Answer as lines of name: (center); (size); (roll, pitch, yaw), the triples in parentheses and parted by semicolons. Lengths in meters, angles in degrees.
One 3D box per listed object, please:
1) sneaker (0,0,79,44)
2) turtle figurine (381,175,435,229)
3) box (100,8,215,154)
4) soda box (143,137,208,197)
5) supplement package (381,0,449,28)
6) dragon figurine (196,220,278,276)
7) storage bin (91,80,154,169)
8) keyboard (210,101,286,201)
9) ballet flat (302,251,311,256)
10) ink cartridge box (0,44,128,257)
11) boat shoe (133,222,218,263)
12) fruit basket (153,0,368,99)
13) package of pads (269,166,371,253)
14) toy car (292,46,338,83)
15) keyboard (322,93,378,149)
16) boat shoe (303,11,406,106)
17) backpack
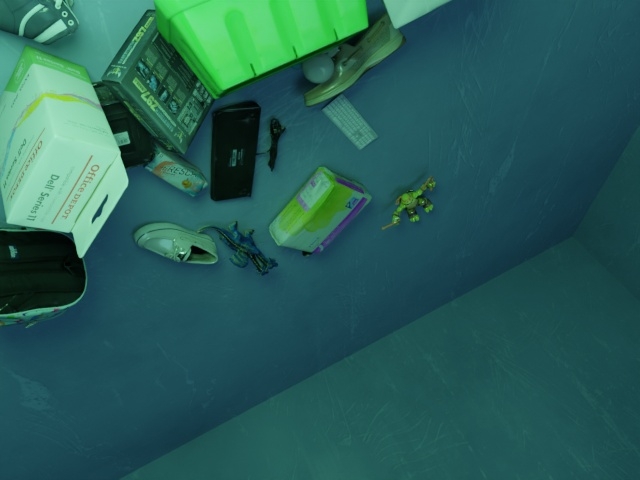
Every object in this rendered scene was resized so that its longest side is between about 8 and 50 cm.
sneaker: (-0.444, -0.445, 0.832); (0.153, 0.099, 0.282); (16, 130, -45)
turtle figurine: (0.339, -0.134, 1.970); (0.270, 0.087, 0.217); (-50, 153, 9)
box: (-0.319, -0.319, 1.068); (0.184, 0.059, 0.233); (-68, 153, -18)
soda box: (-0.367, -0.180, 1.294); (0.058, 0.063, 0.183); (-39, 148, 10)
supplement package: (0.165, -0.600, 0.978); (0.197, 0.263, 0.199); (-23, 151, 14)
dragon figurine: (-0.244, 0.024, 1.604); (0.085, 0.144, 0.289); (-42, 147, 12)
storage bin: (-0.442, -0.247, 1.118); (0.121, 0.084, 0.180); (-20, 145, -21)
keyboard: (-0.200, -0.237, 1.401); (0.201, 0.033, 0.317); (-10, 143, -23)
ballet flat: (0.000, 0.000, 1.869); (0.173, 0.058, 0.049); (-45, 136, 15)
ink cartridge box: (-0.486, -0.162, 0.936); (0.119, 0.354, 0.207); (13, 126, -49)
boat shoe: (-0.412, 0.022, 1.502); (0.096, 0.088, 0.267); (-45, 147, 18)
fruit basket: (-0.125, -0.477, 0.886); (0.391, 0.283, 0.393); (-3, 100, -15)
package of pads: (-0.004, -0.090, 1.707); (0.296, 0.101, 0.229); (-48, 146, 21)
toy car: (-0.028, -0.459, 1.173); (0.136, 0.159, 0.182); (7, 142, 1)
keyboard: (0.092, -0.346, 1.531); (0.072, 0.014, 0.256); (-41, 147, 12)
boat shoe: (0.069, -0.452, 1.302); (0.302, 0.109, 0.098); (-36, 109, 4)
backpack: (-0.697, 0.088, 1.215); (0.253, 0.225, 0.191); (-7, 162, -43)
